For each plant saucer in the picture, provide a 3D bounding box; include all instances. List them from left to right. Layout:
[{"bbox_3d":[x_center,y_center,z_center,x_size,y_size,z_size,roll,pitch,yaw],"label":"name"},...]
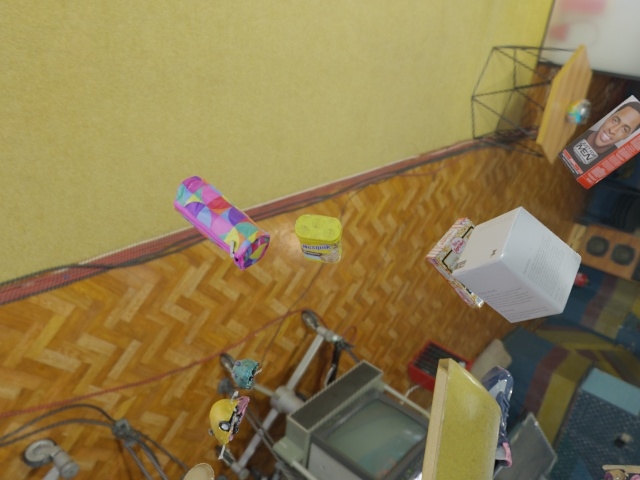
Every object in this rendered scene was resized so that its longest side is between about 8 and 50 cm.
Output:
[{"bbox_3d":[-0.239,0.467,1.018,0.083,0.015,0.083,-6,98,-54],"label":"plant saucer"},{"bbox_3d":[0.195,0.347,0.785,0.333,0.081,0.332,51,48,-74],"label":"plant saucer"}]

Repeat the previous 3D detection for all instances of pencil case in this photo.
[{"bbox_3d":[-0.214,-0.039,1.147,0.104,0.236,0.104,-44,161,-19],"label":"pencil case"}]

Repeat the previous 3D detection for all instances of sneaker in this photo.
[{"bbox_3d":[0.386,0.436,1.188,0.112,0.131,0.319,44,67,-31],"label":"sneaker"}]

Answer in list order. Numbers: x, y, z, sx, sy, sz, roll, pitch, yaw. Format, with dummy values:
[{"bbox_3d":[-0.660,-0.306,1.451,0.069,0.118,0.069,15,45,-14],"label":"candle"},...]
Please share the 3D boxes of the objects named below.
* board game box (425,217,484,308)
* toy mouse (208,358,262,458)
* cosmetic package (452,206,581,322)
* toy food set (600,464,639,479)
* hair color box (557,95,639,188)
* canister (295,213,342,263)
[{"bbox_3d":[0.387,0.059,1.385,0.147,0.045,0.193,-46,105,-14],"label":"board game box"},{"bbox_3d":[-0.113,0.207,0.703,0.143,0.031,0.161,-62,170,-63],"label":"toy mouse"},{"bbox_3d":[0.418,0.056,1.139,0.184,0.151,0.151,38,63,-10],"label":"cosmetic package"},{"bbox_3d":[0.375,0.320,0.655,0.122,0.078,0.019,-48,118,-51],"label":"toy food set"},{"bbox_3d":[0.470,-0.158,0.867,0.043,0.072,0.141,25,125,-35],"label":"hair color box"},{"bbox_3d":[0.000,0.000,1.505,0.170,0.126,0.073,80,19,-65],"label":"canister"}]
